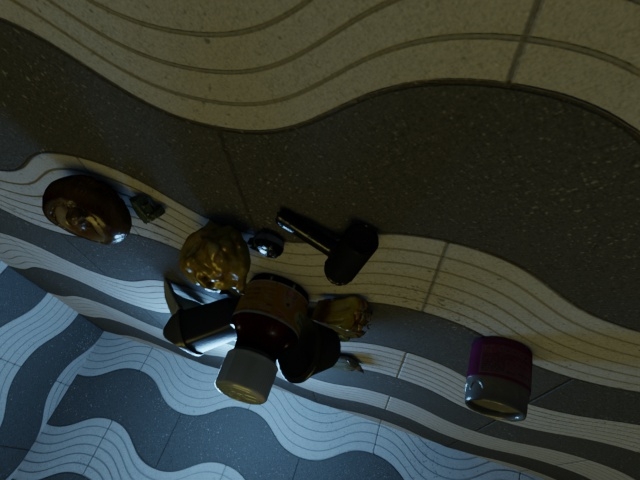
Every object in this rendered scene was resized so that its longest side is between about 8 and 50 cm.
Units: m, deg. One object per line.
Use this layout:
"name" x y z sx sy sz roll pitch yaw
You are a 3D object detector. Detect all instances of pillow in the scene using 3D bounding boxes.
"pillow" 0.071 0.567 1.904 0.255 0.059 0.169 -6 141 37

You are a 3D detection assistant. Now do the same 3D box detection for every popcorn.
"popcorn" -0.302 0.056 1.158 0.190 0.191 0.253 -12 141 -19

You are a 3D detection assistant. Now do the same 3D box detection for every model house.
"model house" -0.506 -0.098 1.182 0.079 0.066 0.083 1 129 50

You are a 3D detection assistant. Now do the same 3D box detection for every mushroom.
"mushroom" -0.680 -0.084 1.205 0.253 0.153 0.253 15 148 10

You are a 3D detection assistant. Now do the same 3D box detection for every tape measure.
"tape measure" -0.147 0.014 1.130 0.091 0.054 0.094 34 155 -25

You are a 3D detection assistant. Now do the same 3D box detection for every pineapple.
"pineapple" 0.069 0.255 1.336 0.186 0.114 0.236 23 154 -3

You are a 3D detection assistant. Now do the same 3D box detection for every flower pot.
"flower pot" -0.031 0.404 1.545 0.166 0.268 0.269 18 157 -37

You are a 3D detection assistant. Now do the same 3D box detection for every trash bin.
"trash bin" -0.474 0.359 1.685 0.291 0.182 0.209 -19 150 0

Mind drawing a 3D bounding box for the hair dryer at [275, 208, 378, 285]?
"hair dryer" 0.000 0.000 0.993 0.251 0.089 0.197 29 151 -1

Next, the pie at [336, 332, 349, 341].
"pie" 0.076 0.390 1.642 0.084 0.021 0.084 15 150 9

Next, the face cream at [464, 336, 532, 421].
"face cream" 0.527 0.409 1.209 0.175 0.194 0.175 16 148 10

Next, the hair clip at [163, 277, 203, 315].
"hair clip" -0.619 0.306 1.822 0.172 0.113 0.282 48 178 34

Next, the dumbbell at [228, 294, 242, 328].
"dumbbell" -0.251 0.339 1.645 0.144 0.160 0.324 40 161 33

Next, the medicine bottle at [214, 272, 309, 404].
"medicine bottle" -0.191 0.321 1.335 0.243 0.394 0.242 12 147 8
